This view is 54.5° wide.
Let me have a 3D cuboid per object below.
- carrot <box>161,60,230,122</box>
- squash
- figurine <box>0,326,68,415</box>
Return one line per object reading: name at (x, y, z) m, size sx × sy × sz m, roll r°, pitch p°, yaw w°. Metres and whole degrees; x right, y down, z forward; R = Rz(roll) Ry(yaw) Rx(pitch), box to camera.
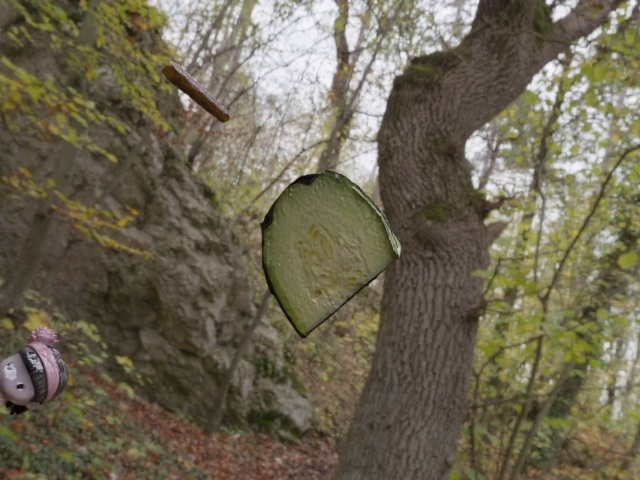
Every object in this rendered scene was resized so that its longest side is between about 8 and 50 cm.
carrot at (-0.262, -0.313, 1.323) m, size 0.170 × 0.042 × 0.042 m, roll 40°, pitch -26°, yaw -23°
squash at (0.015, 0.005, 0.815) m, size 0.192 × 0.184 × 0.085 m, roll -41°, pitch -28°, yaw 24°
figurine at (-0.306, 0.140, 0.593) m, size 0.072 × 0.129 × 0.054 m, roll 52°, pitch -21°, yaw 28°
